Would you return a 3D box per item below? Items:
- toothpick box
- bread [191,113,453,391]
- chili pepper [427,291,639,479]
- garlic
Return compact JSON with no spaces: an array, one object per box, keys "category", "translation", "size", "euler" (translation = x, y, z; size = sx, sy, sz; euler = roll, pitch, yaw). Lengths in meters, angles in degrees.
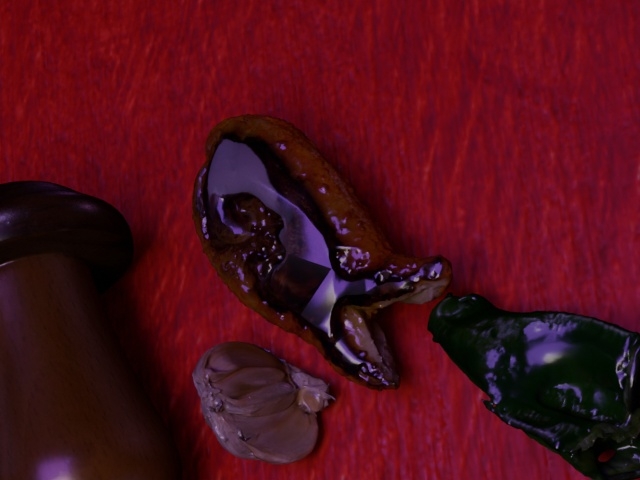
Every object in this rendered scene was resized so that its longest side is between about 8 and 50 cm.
[{"category":"toothpick box","translation":[-0.219,0.095,1.496],"size":[0.192,0.192,0.294],"euler":[-29,68,19]},{"category":"bread","translation":[-0.006,0.005,1.455],"size":[0.269,0.095,0.139],"euler":[39,115,26]},{"category":"chili pepper","translation":[0.166,0.092,1.343],"size":[0.216,0.062,0.108],"euler":[31,85,34]},{"category":"garlic","translation":[-0.054,0.130,1.449],"size":[0.113,0.094,0.074],"euler":[50,142,26]}]
